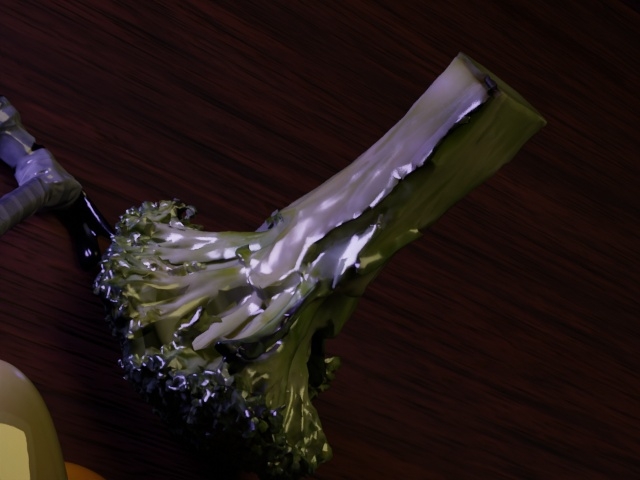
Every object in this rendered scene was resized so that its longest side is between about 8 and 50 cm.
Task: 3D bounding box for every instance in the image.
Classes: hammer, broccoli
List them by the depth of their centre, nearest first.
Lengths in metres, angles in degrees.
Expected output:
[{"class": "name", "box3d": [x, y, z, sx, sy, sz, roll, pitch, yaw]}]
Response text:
[{"class": "hammer", "box3d": [-0.238, -0.014, 1.140, 0.152, 0.044, 0.427, 48, 11, -4]}, {"class": "broccoli", "box3d": [-0.002, -0.001, 1.247, 0.221, 0.361, 0.252, 45, -14, -14]}]

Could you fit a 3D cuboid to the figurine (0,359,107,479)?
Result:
[{"class": "figurine", "box3d": [-0.150, 0.201, 0.819, 0.124, 0.324, 0.222, 3, 23, 11]}]
